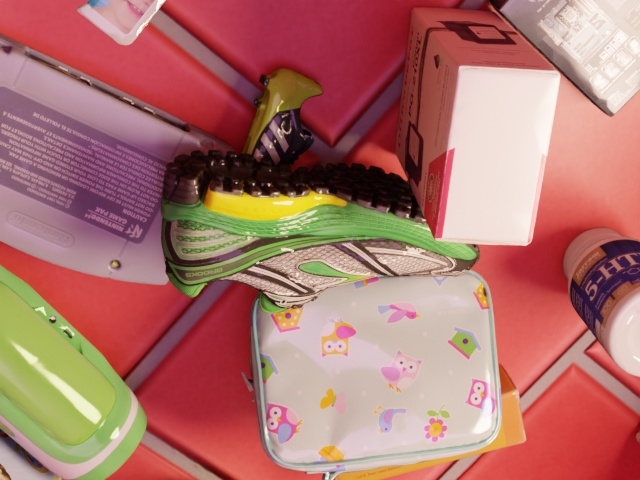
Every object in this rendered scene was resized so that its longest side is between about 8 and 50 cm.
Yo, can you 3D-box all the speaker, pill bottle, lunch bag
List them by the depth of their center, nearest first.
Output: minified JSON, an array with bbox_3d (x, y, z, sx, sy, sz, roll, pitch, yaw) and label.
[{"bbox_3d":[-0.324,0.131,1.284,0.131,0.131,0.296,-38,114,8],"label":"speaker"},{"bbox_3d":[0.053,0.146,1.320,0.279,0.108,0.224,-5,86,-6],"label":"lunch bag"},{"bbox_3d":[0.338,0.060,1.327,0.112,0.187,0.112,-4,114,-8],"label":"pill bottle"}]

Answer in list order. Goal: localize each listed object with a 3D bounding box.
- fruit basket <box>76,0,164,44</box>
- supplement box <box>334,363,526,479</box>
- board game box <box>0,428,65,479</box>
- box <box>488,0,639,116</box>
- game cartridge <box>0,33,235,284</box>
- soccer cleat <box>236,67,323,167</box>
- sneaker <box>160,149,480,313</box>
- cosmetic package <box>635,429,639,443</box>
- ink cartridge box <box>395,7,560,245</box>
[{"bbox_3d":[-0.184,-0.404,1.053,0.327,0.165,0.353,40,99,-22],"label":"fruit basket"},{"bbox_3d":[0.119,0.220,1.423,0.233,0.080,0.078,-15,114,-5],"label":"supplement box"},{"bbox_3d":[-0.369,0.274,1.238,0.086,0.308,0.302,-36,113,9],"label":"board game box"},{"bbox_3d":[0.319,-0.273,1.248,0.183,0.059,0.233,38,104,-22],"label":"box"},{"bbox_3d":[-0.261,-0.073,1.245,0.294,0.060,0.196,25,104,-18],"label":"game cartridge"},{"bbox_3d":[-0.050,-0.093,1.267,0.072,0.060,0.179,16,107,-15],"label":"soccer cleat"},{"bbox_3d":[0.000,0.000,1.237,0.343,0.134,0.146,6,114,-15],"label":"sneaker"},{"bbox_3d":[0.651,0.215,1.369,0.327,0.329,0.394,26,106,-19],"label":"cosmetic package"},{"bbox_3d":[0.147,-0.121,1.190,0.100,0.237,0.172,3,113,-7],"label":"ink cartridge box"}]
